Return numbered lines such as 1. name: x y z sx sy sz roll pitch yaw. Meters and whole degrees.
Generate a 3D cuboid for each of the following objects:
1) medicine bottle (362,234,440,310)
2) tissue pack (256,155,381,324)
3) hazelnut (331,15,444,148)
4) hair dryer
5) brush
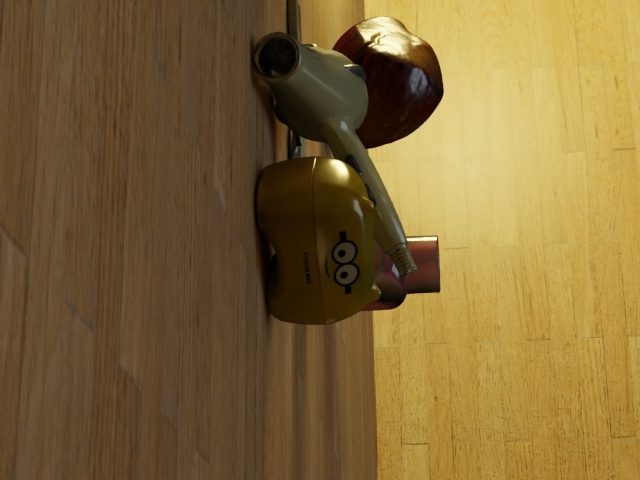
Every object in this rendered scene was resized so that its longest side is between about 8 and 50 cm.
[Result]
1. medicine bottle: 0.069 0.037 1.929 0.119 0.188 0.094 77 11 -61
2. tissue pack: 0.000 0.000 1.556 0.123 0.127 0.178 -88 174 -61
3. hazelnut: 0.108 -0.265 2.441 0.234 0.218 0.218 -84 170 -59
4. hair dryer: 0.011 -0.130 1.625 0.296 0.119 0.298 45 18 -56
5. brush: -0.031 -0.176 1.883 0.085 0.020 0.336 69 18 -72
